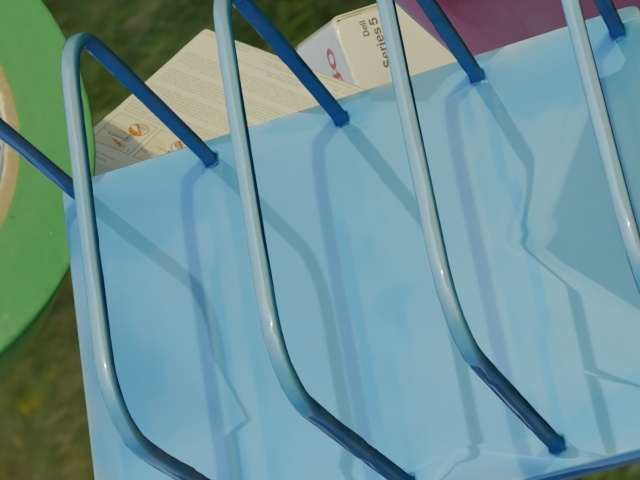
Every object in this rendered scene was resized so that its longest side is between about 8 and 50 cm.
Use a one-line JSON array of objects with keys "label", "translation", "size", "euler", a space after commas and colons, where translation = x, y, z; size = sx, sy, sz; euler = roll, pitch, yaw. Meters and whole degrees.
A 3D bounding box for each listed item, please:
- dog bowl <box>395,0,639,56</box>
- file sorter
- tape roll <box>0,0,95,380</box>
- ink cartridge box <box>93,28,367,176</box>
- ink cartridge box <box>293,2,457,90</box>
[{"label": "dog bowl", "translation": [0.109, -0.158, 0.713], "size": [0.408, 0.150, 0.408], "euler": [41, 172, 7]}, {"label": "file sorter", "translation": [0.000, 0.000, 0.482], "size": [0.104, 0.170, 0.118], "euler": [45, -148, -60]}, {"label": "tape roll", "translation": [-0.283, -0.042, 1.054], "size": [0.321, 0.321, 0.077], "euler": [51, 153, 8]}, {"label": "ink cartridge box", "translation": [-0.063, -0.059, 1.301], "size": [0.145, 0.179, 0.045], "euler": [22, 137, 21]}, {"label": "ink cartridge box", "translation": [0.048, -0.088, 1.747], "size": [0.198, 0.115, 0.273], "euler": [70, 160, 1]}]
